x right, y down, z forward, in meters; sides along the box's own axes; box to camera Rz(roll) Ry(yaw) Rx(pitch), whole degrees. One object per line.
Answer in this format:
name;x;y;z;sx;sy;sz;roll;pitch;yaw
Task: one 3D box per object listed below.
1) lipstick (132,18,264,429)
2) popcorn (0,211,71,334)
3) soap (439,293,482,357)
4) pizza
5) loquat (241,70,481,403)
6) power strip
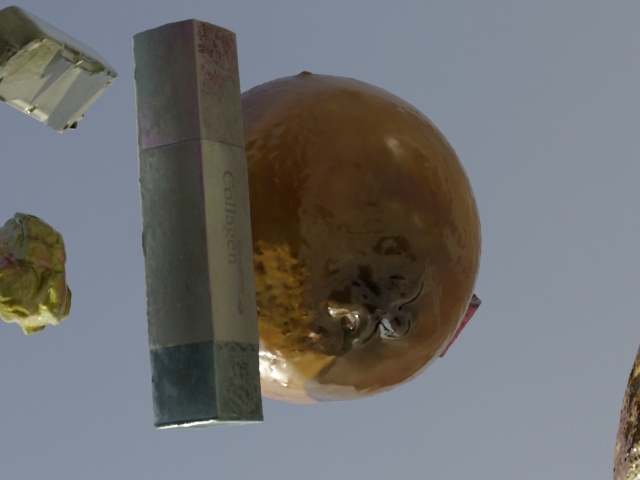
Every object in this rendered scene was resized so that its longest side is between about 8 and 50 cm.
lipstick;-0.098;-0.012;1.336;0.066;0.068;0.317;10;-107;-56
popcorn;-0.257;0.028;1.460;0.089;0.109;0.097;31;-85;-37
soap;0.070;0.025;2.034;0.162;0.099;0.250;12;-151;-41
pizza;0.277;0.157;1.387;0.182;0.062;0.161;-66;-5;-69
loquat;0.000;0.000;1.643;0.328;0.328;0.328;17;-110;-59
power strip;-0.246;-0.148;1.470;0.048;0.080;0.286;44;-177;6
